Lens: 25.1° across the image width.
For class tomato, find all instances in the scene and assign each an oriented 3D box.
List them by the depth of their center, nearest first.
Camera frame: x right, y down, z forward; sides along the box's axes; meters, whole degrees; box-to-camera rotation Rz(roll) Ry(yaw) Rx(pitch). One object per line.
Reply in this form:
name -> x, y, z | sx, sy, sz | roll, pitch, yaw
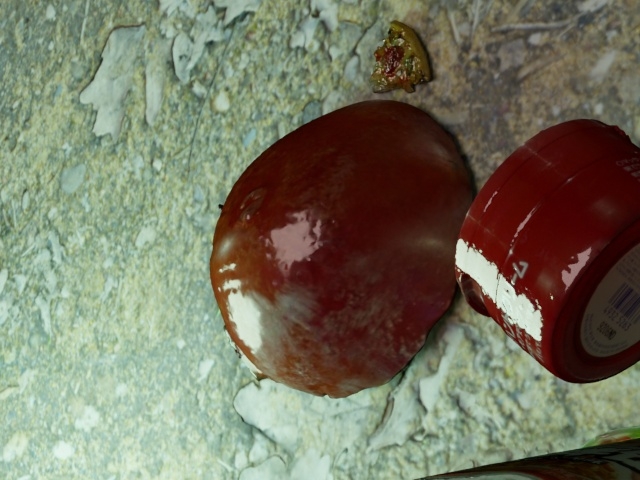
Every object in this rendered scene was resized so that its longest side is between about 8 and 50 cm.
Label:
tomato -> -0.006, 0.001, 1.396 | 0.309, 0.170, 0.309 | -6, 82, 45

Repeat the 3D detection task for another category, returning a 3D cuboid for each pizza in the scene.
pizza -> 0.073, -0.174, 1.443 | 0.078, 0.025, 0.083 | -47, 56, 27

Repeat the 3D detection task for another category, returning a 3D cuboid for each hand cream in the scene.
hand cream -> 0.216, 0.010, 1.162 | 0.125, 0.193, 0.193 | 43, 114, 40

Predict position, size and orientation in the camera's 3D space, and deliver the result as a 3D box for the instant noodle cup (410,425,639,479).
instant noodle cup -> 0.201, 0.269, 1.059 | 0.294, 0.308, 0.294 | -7, 81, 44
